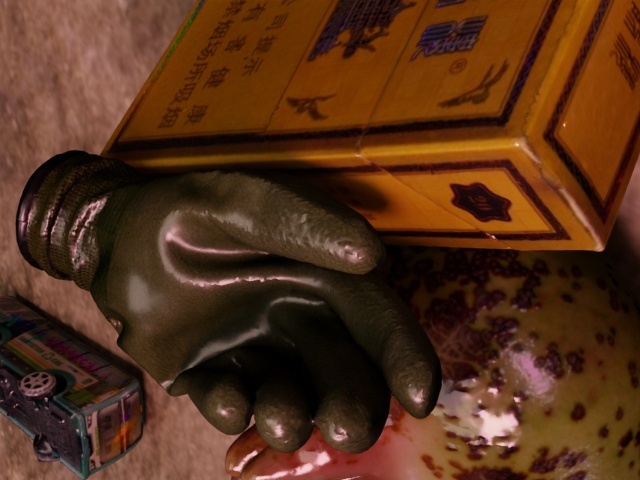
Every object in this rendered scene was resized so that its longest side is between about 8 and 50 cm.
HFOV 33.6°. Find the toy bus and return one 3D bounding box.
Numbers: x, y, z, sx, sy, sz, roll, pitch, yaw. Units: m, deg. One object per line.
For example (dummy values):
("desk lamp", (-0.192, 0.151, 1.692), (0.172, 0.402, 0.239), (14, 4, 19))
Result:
("toy bus", (-0.280, 0.138, 1.055), (0.262, 0.109, 0.091), (25, 125, 38))

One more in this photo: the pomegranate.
("pomegranate", (0.058, 0.083, 0.590), (0.214, 0.248, 0.214), (55, 160, 32))

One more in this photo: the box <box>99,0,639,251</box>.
("box", (0.033, -0.096, 0.572), (0.301, 0.193, 0.084), (2, 148, 45))

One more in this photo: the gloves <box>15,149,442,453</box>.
("gloves", (-0.048, 0.024, 0.521), (0.268, 0.107, 0.135), (29, 111, 41))
